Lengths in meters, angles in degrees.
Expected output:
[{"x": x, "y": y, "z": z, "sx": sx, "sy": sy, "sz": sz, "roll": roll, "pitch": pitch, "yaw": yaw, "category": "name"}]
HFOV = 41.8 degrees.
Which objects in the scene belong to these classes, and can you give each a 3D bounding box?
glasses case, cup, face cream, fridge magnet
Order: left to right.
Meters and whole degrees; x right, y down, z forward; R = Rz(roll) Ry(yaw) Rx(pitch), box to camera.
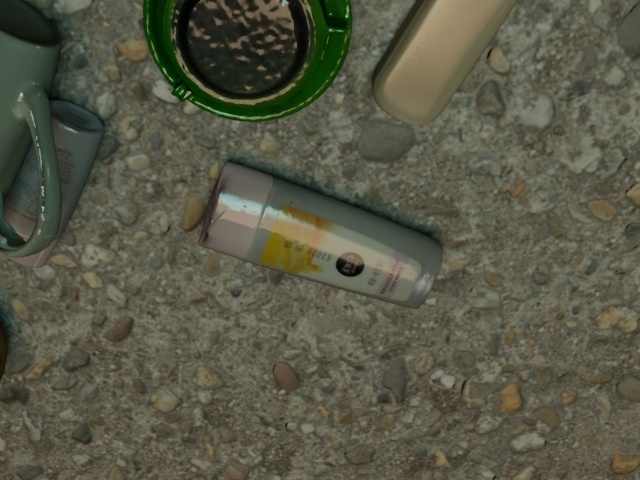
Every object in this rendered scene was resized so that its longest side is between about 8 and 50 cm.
[{"x": -0.341, "y": -0.110, "z": 0.823, "sx": 0.258, "sy": 0.186, "sz": 0.234, "roll": 41, "pitch": 109, "yaw": 6, "category": "cup"}, {"x": -0.310, "y": -0.061, "z": 0.938, "sx": 0.084, "sy": 0.057, "sz": 0.198, "roll": 29, "pitch": 118, "yaw": -14, "category": "face cream"}, {"x": -0.072, "y": -0.212, "z": 0.825, "sx": 0.207, "sy": 0.088, "sz": 0.208, "roll": 1, "pitch": 120, "yaw": 1, "category": "fridge magnet"}, {"x": 0.000, "y": 0.000, "z": 0.957, "sx": 0.269, "sy": 0.073, "sz": 0.107, "roll": 19, "pitch": 111, "yaw": -8, "category": "face cream"}, {"x": 0.125, "y": -0.208, "z": 0.846, "sx": 0.083, "sy": 0.050, "sz": 0.196, "roll": 27, "pitch": 117, "yaw": -16, "category": "glasses case"}]

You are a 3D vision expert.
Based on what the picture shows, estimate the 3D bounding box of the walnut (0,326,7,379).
[{"x": -0.461, "y": 0.132, "z": 1.008, "sx": 0.166, "sy": 0.149, "sz": 0.167, "roll": -17, "pitch": 123, "yaw": -28, "category": "walnut"}]
